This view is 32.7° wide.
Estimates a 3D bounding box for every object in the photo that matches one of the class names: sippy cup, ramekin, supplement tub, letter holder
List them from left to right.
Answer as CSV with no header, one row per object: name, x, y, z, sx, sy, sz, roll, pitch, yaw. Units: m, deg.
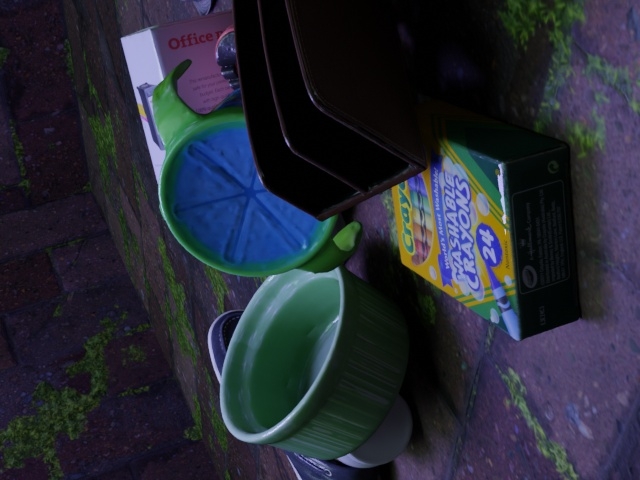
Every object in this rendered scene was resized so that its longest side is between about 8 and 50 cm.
sippy cup,-0.079,-0.104,1.467,0.224,0.240,0.305,-76,-22,-61
letter holder,-0.023,-0.211,1.222,0.152,0.214,0.301,-26,58,29
ramekin,-0.005,0.180,1.639,0.303,0.148,0.303,-39,35,36
supplement tub,0.055,0.290,1.774,0.200,0.144,0.144,171,83,-71

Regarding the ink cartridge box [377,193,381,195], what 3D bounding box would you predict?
ink cartridge box,0.030,-0.190,1.453,0.224,0.045,0.223,78,176,-71

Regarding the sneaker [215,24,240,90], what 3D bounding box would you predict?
sneaker,-0.060,-0.233,1.751,0.136,0.116,0.313,-67,-32,-44

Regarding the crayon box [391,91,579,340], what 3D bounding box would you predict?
crayon box,0.165,-0.040,1.262,0.323,0.083,0.203,-143,40,-61

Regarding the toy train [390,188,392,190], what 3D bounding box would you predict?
toy train,0.092,-0.146,1.416,0.166,0.046,0.125,78,175,-69

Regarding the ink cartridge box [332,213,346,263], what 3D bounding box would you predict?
ink cartridge box,0.000,0.000,1.815,0.135,0.056,0.099,120,131,-66

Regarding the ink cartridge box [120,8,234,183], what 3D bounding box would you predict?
ink cartridge box,-0.181,-0.222,1.846,0.131,0.226,0.306,-1,106,54

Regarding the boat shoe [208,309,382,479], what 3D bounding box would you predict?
boat shoe,-0.047,0.289,2.024,0.500,0.187,0.156,51,151,35

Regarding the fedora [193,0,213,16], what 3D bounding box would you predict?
fedora,-0.293,-0.539,2.076,0.275,0.124,0.243,169,85,-71
